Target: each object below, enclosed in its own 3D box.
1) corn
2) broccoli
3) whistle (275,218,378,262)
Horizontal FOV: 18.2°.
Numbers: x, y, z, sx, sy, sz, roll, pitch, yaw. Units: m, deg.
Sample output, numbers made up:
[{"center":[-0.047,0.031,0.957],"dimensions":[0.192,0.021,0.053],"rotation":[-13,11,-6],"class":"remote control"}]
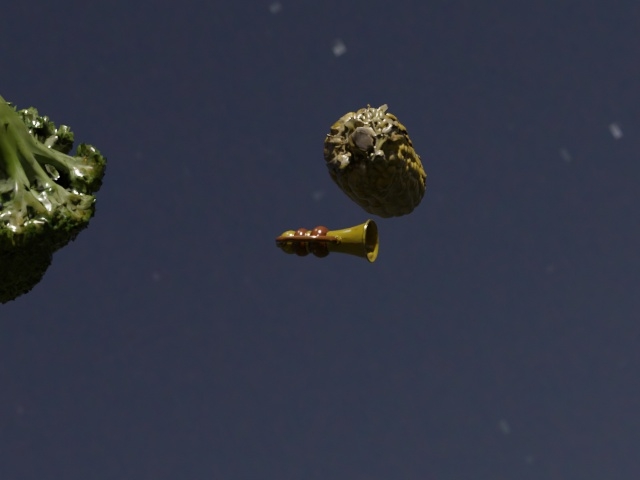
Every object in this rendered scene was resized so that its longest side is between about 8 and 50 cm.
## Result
[{"center":[0.072,-0.089,2.523],"dimensions":[0.115,0.115,0.318],"rotation":[-30,-16,4],"class":"corn"},{"center":[-0.365,-0.074,1.801],"dimensions":[0.321,0.304,0.283],"rotation":[-11,-56,-20],"class":"broccoli"},{"center":[0.002,0.005,2.095],"dimensions":[0.109,0.057,0.046],"rotation":[-2,-66,15],"class":"whistle"}]
